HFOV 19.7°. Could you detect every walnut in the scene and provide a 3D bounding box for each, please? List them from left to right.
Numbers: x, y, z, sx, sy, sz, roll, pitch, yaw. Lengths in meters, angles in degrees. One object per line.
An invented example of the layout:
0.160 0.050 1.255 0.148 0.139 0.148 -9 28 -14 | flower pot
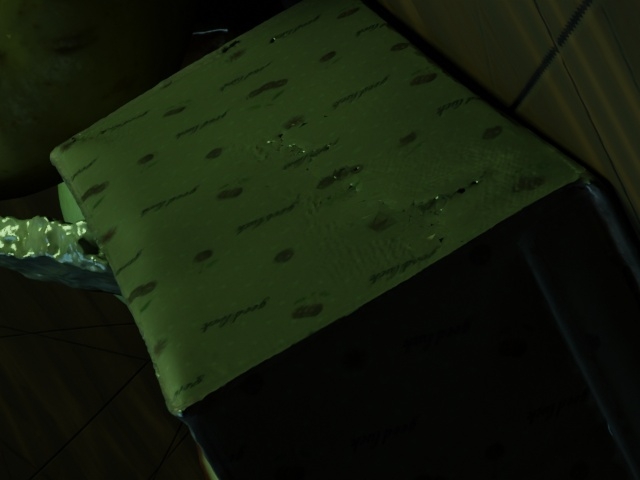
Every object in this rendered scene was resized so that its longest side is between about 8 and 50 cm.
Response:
-0.089 -0.159 1.328 0.115 0.116 0.207 59 169 -15 | walnut

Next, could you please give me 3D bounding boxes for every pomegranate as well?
-0.227 -0.185 1.131 0.342 0.342 0.342 57 176 6 | pomegranate

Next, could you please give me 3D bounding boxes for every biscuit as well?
-0.155 0.008 1.106 0.250 0.032 0.133 8 170 35 | biscuit

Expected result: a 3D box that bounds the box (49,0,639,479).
0.028 0.048 0.847 0.225 0.190 0.297 61 175 -28 | box

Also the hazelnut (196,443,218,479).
-0.012 0.139 1.691 0.241 0.261 0.261 22 155 33 | hazelnut

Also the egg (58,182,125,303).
-0.088 -0.024 1.545 0.295 0.218 0.218 44 172 16 | egg
